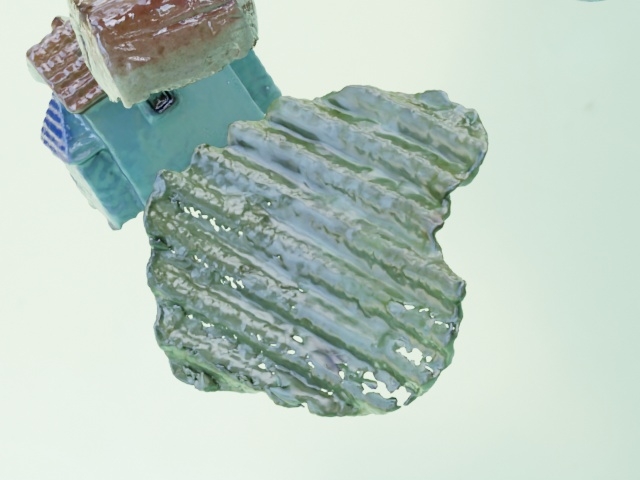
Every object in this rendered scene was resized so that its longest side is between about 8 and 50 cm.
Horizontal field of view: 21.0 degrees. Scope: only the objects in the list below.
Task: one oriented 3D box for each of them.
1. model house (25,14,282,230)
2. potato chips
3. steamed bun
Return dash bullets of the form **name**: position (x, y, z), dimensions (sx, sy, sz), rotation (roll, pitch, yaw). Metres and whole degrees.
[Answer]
- **model house**: position (-0.252, -0.240, 2.159), dimensions (0.295, 0.329, 0.252), rotation (-38, 40, -6)
- **potato chips**: position (-0.007, 0.001, 1.880), dimensions (0.389, 0.097, 0.373), rotation (1, 76, 23)
- **steamed bun**: position (-0.122, -0.169, 1.386), dimensions (0.145, 0.106, 0.175), rotation (-17, 19, -7)
